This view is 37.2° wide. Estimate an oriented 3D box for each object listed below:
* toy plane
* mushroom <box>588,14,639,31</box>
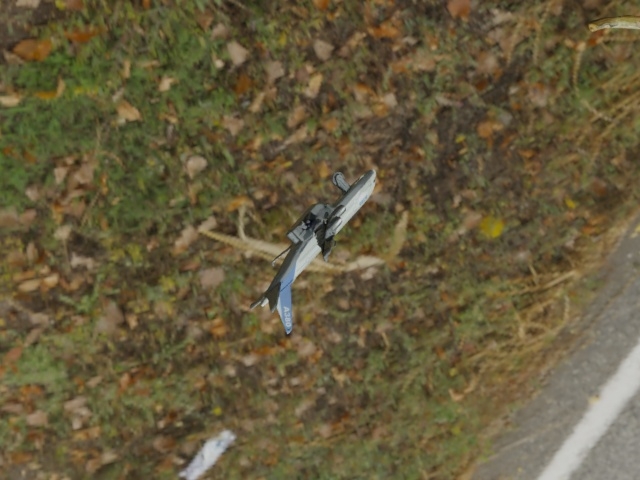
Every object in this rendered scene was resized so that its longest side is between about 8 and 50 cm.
[{"bbox_3d":[-0.003,-0.001,0.422,0.024,0.084,0.078,34,167,-14],"label":"toy plane"},{"bbox_3d":[0.328,-0.173,0.735,0.286,0.028,0.026,-4,176,-21],"label":"mushroom"}]
